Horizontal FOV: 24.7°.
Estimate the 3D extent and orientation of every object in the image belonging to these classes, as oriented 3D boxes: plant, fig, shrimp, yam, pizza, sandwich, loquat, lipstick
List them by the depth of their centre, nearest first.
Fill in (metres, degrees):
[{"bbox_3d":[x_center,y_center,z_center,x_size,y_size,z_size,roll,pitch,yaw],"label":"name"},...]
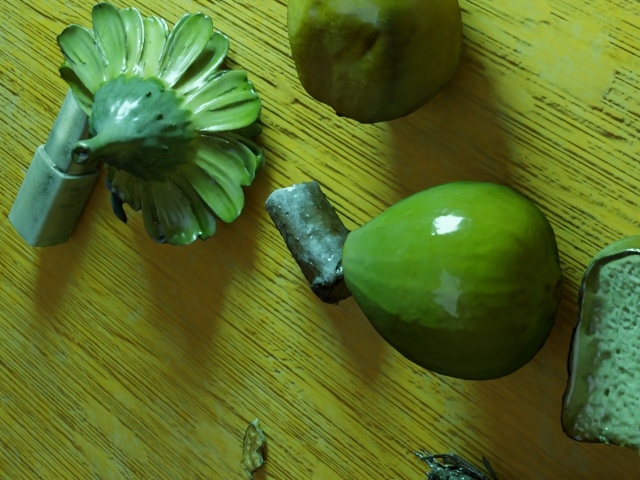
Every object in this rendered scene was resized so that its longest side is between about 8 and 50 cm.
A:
[{"bbox_3d":[0.363,0.117,1.406,0.251,0.087,0.226,12,108,38],"label":"sandwich"},{"bbox_3d":[0.144,0.042,1.522,0.230,0.207,0.207,-2,97,49],"label":"fig"},{"bbox_3d":[0.055,-0.225,1.563,0.187,0.176,0.234,34,139,33],"label":"loquat"},{"bbox_3d":[0.168,0.287,1.632,0.190,0.075,0.073,43,158,41],"label":"shrimp"},{"bbox_3d":[-0.001,0.000,1.725,0.079,0.079,0.141,-46,66,38],"label":"yam"},{"bbox_3d":[-0.227,-0.115,1.814,0.306,0.297,0.261,25,141,7],"label":"plant"},{"bbox_3d":[-0.085,0.273,1.894,0.037,0.016,0.083,10,101,42],"label":"pizza"},{"bbox_3d":[-0.350,-0.108,2.020,0.077,0.079,0.253,48,127,25],"label":"lipstick"}]
